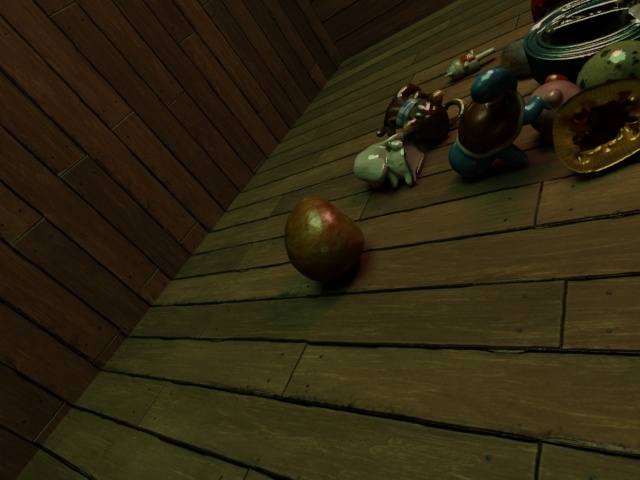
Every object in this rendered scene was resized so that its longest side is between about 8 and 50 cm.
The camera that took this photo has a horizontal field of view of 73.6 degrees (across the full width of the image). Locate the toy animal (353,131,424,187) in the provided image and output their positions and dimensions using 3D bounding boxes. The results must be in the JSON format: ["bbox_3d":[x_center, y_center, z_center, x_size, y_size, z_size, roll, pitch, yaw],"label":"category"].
[{"bbox_3d":[0.266,-0.310,1.722,0.289,0.174,0.249,-25,30,21],"label":"toy animal"}]

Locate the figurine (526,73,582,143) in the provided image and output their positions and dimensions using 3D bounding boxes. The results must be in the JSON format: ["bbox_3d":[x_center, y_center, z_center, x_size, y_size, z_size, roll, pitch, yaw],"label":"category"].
[{"bbox_3d":[0.730,-0.409,1.334,0.173,0.173,0.173,-29,30,18],"label":"figurine"}]

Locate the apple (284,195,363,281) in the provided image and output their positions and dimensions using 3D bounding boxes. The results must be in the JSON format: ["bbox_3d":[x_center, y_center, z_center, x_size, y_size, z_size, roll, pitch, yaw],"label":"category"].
[{"bbox_3d":[0.000,0.000,1.480,0.250,0.278,0.309,-52,11,9],"label":"apple"}]

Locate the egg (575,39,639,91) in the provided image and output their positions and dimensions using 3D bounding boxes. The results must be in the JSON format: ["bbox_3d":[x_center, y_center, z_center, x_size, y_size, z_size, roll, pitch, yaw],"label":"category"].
[{"bbox_3d":[0.881,-0.496,1.283,0.177,0.177,0.228,-44,13,-10],"label":"egg"}]

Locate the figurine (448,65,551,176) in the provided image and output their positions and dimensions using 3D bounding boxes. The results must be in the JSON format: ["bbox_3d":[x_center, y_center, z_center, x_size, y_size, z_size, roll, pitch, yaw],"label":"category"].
[{"bbox_3d":[0.544,-0.371,1.324,0.243,0.416,0.298,-32,62,-14],"label":"figurine"}]

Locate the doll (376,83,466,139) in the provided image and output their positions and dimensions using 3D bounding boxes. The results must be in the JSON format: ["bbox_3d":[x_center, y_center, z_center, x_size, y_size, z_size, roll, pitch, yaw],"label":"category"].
[{"bbox_3d":[0.421,-0.532,1.844,0.318,0.209,0.340,-46,30,0],"label":"doll"}]

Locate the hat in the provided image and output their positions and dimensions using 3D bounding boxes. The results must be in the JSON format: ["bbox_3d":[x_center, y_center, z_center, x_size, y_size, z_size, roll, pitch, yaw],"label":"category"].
[{"bbox_3d":[0.773,-0.316,1.206,0.234,0.244,0.233,12,16,21],"label":"hat"}]

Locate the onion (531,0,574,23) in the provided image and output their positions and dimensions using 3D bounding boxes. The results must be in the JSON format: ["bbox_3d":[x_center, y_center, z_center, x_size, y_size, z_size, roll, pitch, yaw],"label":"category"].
[{"bbox_3d":[1.013,-0.950,1.653,0.341,0.341,0.341,-29,30,18],"label":"onion"}]

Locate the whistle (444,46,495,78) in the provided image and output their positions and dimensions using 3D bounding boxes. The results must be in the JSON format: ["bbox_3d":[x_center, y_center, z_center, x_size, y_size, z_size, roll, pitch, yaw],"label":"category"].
[{"bbox_3d":[0.725,-0.870,2.095,0.253,0.106,0.101,-21,49,30],"label":"whistle"}]

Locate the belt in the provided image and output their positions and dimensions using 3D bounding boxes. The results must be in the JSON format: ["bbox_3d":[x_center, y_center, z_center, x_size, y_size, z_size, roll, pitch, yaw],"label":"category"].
[{"bbox_3d":[0.930,-0.677,1.437,0.437,0.173,0.300,-5,60,42],"label":"belt"}]

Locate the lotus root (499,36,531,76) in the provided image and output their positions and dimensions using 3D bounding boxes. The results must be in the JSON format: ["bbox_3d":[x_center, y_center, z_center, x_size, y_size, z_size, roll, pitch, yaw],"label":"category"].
[{"bbox_3d":[0.875,-0.751,1.703,0.158,0.140,0.322,-50,32,-21],"label":"lotus root"}]
